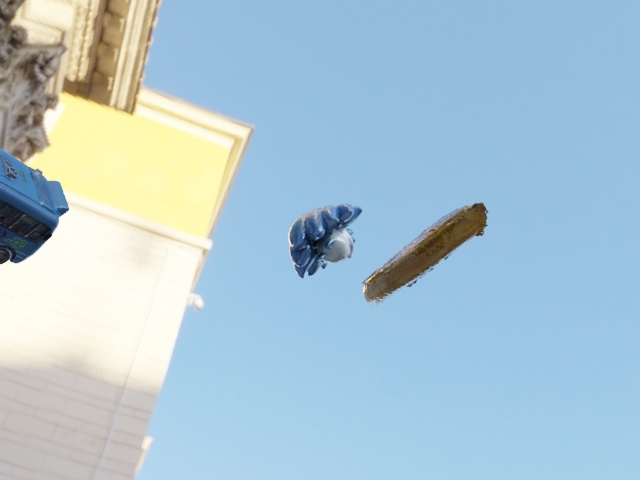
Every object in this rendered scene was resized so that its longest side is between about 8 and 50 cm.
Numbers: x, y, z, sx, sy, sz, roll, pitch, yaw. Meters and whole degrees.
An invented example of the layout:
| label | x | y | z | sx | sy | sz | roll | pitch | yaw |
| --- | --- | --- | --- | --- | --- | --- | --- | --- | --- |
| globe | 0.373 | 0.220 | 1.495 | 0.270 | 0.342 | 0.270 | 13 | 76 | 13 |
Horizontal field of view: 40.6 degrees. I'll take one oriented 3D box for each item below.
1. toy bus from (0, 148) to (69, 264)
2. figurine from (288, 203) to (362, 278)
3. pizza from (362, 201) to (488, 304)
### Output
| label | x | y | z | sx | sy | sz | roll | pitch | yaw |
| --- | --- | --- | --- | --- | --- | --- | --- | --- | --- |
| toy bus | -0.473 | -0.066 | 1.195 | 0.134 | 0.113 | 0.246 | -34 | -31 | 10 |
| figurine | 0.000 | 0.000 | 1.059 | 0.079 | 0.114 | 0.114 | 48 | -55 | 12 |
| pizza | 0.118 | 0.011 | 0.944 | 0.178 | 0.131 | 0.041 | -40 | -91 | 21 |
